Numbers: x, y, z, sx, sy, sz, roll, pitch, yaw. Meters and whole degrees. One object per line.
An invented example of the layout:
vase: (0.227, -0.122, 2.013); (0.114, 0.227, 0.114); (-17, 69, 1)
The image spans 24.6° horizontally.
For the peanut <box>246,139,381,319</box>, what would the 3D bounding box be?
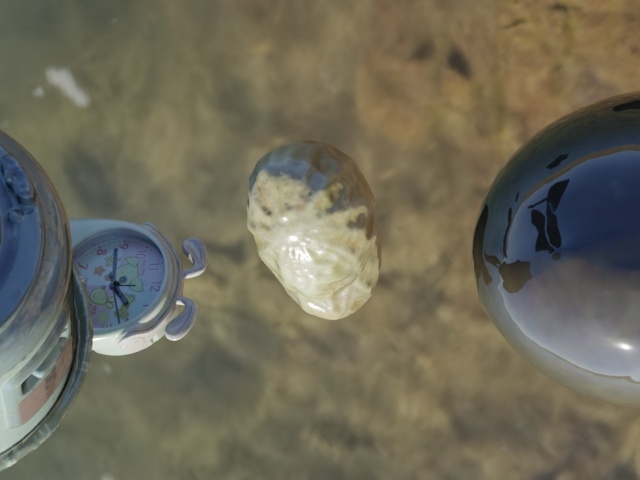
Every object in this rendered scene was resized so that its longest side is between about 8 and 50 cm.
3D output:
peanut: (0.000, 0.000, 1.422); (0.120, 0.298, 0.136); (2, 74, 8)

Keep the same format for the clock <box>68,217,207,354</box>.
clock: (-0.212, 0.053, 1.541); (0.191, 0.151, 0.062); (1, 149, 13)

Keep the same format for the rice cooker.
rice cooker: (-0.316, 0.051, 1.164); (0.264, 0.316, 0.316); (28, 122, 5)

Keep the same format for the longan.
longan: (0.264, 0.005, 1.111); (0.300, 0.300, 0.243); (17, 107, 27)
